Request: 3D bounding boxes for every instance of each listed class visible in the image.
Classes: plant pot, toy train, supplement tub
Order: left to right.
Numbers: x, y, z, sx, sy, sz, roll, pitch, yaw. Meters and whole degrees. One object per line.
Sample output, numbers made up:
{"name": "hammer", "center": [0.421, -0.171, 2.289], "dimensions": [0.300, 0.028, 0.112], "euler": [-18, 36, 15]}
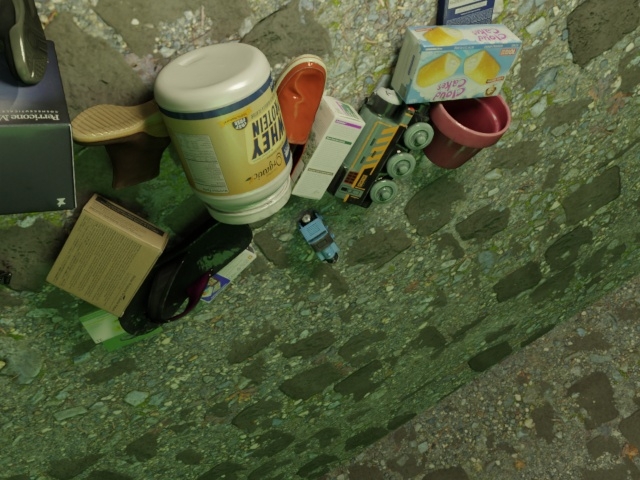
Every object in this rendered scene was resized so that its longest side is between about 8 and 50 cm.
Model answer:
{"name": "supplement tub", "center": [-0.184, -0.212, 1.220], "dimensions": [0.228, 0.228, 0.316], "euler": [-22, 132, -9]}
{"name": "toy train", "center": [0.000, 0.000, 1.679], "dimensions": [0.080, 0.105, 0.184], "euler": [-31, 140, 2]}
{"name": "toy train", "center": [0.140, -0.228, 1.505], "dimensions": [0.190, 0.142, 0.334], "euler": [12, 126, -27]}
{"name": "plant pot", "center": [0.354, -0.288, 1.533], "dimensions": [0.201, 0.201, 0.180], "euler": [-10, 152, -22]}

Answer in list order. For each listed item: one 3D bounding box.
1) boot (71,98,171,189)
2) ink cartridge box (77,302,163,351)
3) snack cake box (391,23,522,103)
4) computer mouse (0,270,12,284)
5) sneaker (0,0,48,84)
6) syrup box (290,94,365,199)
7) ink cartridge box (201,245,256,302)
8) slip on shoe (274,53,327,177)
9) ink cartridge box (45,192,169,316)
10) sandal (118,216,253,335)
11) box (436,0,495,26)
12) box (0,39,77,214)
{"name": "boot", "center": [-0.401, -0.176, 1.210], "dimensions": [0.248, 0.090, 0.206], "euler": [-32, 156, -47]}
{"name": "ink cartridge box", "center": [-0.542, 0.233, 1.647], "dimensions": [0.171, 0.056, 0.235], "euler": [-21, 138, -11]}
{"name": "snack cake box", "center": [0.312, -0.412, 1.389], "dimensions": [0.264, 0.089, 0.152], "euler": [-10, 140, -21]}
{"name": "computer mouse", "center": [-0.803, 0.138, 1.373], "dimensions": [0.184, 0.060, 0.262], "euler": [-44, 179, -37]}
{"name": "sneaker", "center": [-0.517, -0.341, 0.943], "dimensions": [0.130, 0.227, 0.087], "euler": [-18, 177, 2]}
{"name": "syrup box", "center": [0.001, -0.223, 1.451], "dimensions": [0.096, 0.093, 0.237], "euler": [8, 128, -36]}
{"name": "ink cartridge box", "center": [-0.313, 0.060, 1.602], "dimensions": [0.206, 0.045, 0.208], "euler": [-43, 137, 15]}
{"name": "slip on shoe", "center": [-0.063, -0.265, 1.365], "dimensions": [0.123, 0.101, 0.331], "euler": [3, 129, -31]}
{"name": "ink cartridge box", "center": [-0.492, 0.038, 1.383], "dimensions": [0.193, 0.088, 0.234], "euler": [31, 116, -16]}
{"name": "sandal", "center": [-0.353, 0.104, 1.512], "dimensions": [0.446, 0.107, 0.168], "euler": [-43, 135, 13]}
{"name": "box", "center": [0.333, -0.539, 1.357], "dimensions": [0.137, 0.036, 0.225], "euler": [-19, 140, -12]}
{"name": "box", "center": [-0.575, -0.194, 0.983], "dimensions": [0.296, 0.294, 0.182], "euler": [-7, 136, -25]}
